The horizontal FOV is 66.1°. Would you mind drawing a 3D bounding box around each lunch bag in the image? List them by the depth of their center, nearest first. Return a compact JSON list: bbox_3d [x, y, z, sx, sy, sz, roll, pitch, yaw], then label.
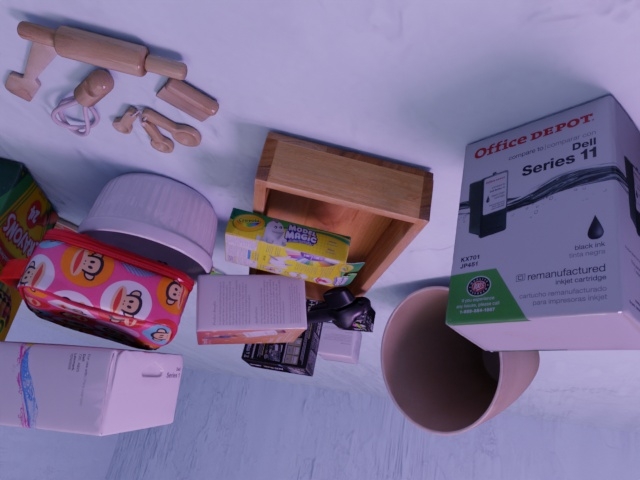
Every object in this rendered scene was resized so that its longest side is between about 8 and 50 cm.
[{"bbox_3d":[-0.355,0.086,0.773,0.258,0.120,0.293,22,156,-21],"label":"lunch bag"}]

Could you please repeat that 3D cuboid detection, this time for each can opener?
[{"bbox_3d":[0.024,0.120,0.869,0.059,0.073,0.186,-21,177,-29],"label":"can opener"}]

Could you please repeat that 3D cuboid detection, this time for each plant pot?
[{"bbox_3d":[0.304,0.228,0.956,0.274,0.257,0.256,11,162,-40],"label":"plant pot"}]

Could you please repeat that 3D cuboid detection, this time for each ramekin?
[{"bbox_3d":[-0.262,-0.019,0.780,0.207,0.109,0.207,10,157,4],"label":"ramekin"}]

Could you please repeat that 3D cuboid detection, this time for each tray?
[{"bbox_3d":[0.000,0.000,0.749,0.202,0.076,0.411,13,158,-4],"label":"tray"}]

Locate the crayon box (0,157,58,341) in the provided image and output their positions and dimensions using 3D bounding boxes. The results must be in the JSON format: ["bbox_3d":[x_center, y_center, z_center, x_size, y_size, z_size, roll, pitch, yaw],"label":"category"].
[{"bbox_3d":[-0.550,0.047,0.799,0.081,0.319,0.202,14,157,-6],"label":"crayon box"}]

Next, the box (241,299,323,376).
[{"bbox_3d":[-0.076,0.193,1.086,0.147,0.180,0.077,5,154,13],"label":"box"}]

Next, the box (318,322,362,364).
[{"bbox_3d":[0.053,0.282,1.343,0.101,0.087,0.102,4,155,17],"label":"box"}]

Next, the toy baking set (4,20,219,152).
[{"bbox_3d":[-0.243,-0.159,0.550,0.256,0.030,0.197,15,157,-8],"label":"toy baking set"}]

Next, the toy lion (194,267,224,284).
[{"bbox_3d":[-0.250,0.091,1.128,0.100,0.034,0.096,-11,155,41],"label":"toy lion"}]

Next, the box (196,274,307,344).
[{"bbox_3d":[-0.118,0.117,0.819,0.170,0.091,0.130,1,159,-12],"label":"box"}]

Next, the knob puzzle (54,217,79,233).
[{"bbox_3d":[-0.569,-0.013,1.035,0.213,0.030,0.213,9,156,4],"label":"knob puzzle"}]

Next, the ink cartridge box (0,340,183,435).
[{"bbox_3d":[-0.390,0.224,0.769,0.278,0.117,0.201,1,165,13],"label":"ink cartridge box"}]

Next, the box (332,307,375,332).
[{"bbox_3d":[0.078,0.178,1.141,0.083,0.052,0.062,1,153,24],"label":"box"}]

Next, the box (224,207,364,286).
[{"bbox_3d":[-0.035,0.015,0.655,0.179,0.043,0.105,16,156,-4],"label":"box"}]

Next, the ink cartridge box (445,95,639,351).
[{"bbox_3d":[0.212,-0.010,0.460,0.087,0.208,0.153,32,148,-34],"label":"ink cartridge box"}]
